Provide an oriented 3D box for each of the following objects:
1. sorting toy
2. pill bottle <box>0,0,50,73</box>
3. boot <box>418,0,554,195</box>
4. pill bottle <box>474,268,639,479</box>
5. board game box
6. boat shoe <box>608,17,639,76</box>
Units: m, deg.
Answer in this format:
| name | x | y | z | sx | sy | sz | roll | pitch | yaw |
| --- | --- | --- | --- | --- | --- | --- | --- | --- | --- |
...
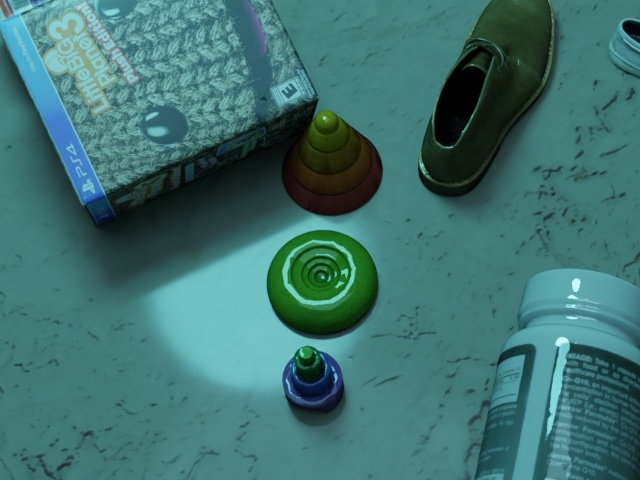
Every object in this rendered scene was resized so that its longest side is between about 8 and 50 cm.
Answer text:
| name | x | y | z | sx | sy | sz | roll | pitch | yaw |
| --- | --- | --- | --- | --- | --- | --- | --- | --- | --- |
| sorting toy | 0.000 | 0.000 | 1.362 | 0.127 | 0.126 | 0.365 | 2 | 63 | 5 |
| pill bottle | -0.306 | -0.286 | 1.538 | 0.193 | 0.108 | 0.108 | -25 | 64 | -8 |
| boot | 0.204 | -0.203 | 1.454 | 0.112 | 0.115 | 0.305 | 20 | 66 | 16 |
| pill bottle | 0.248 | 0.184 | 1.230 | 0.161 | 0.161 | 0.283 | 12 | 65 | 10 |
| board game box | -0.184 | -0.188 | 1.425 | 0.291 | 0.141 | 0.232 | -26 | 84 | -8 |
| boat shoe | 0.436 | -0.216 | 1.469 | 0.184 | 0.063 | 0.066 | 31 | 70 | 18 |
